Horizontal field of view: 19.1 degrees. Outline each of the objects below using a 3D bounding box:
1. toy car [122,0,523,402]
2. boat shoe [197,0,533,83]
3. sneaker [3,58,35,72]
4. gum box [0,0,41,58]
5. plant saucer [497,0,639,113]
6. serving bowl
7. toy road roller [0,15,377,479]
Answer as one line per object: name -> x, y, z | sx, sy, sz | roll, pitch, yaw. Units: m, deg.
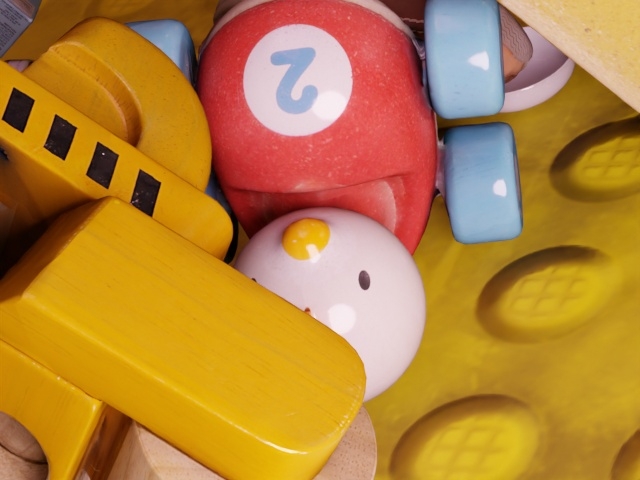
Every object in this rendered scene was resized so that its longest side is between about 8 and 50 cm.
toy car -> 0.000, 0.000, 1.056 | 0.219, 0.210, 0.238 | -5, 48, 8
boat shoe -> 0.015, -0.107, 1.250 | 0.116, 0.123, 0.324 | -58, 26, -17
sneaker -> -0.153, -0.071, 1.340 | 0.153, 0.099, 0.282 | -5, 16, -4
gum box -> -0.285, -0.132, 1.463 | 0.184, 0.041, 0.157 | -46, 16, 13
plant saucer -> 0.159, -0.147, 1.086 | 0.081, 0.333, 0.333 | -50, 30, 11
serving bowl -> 0.133, -0.110, 1.270 | 0.083, 0.027, 0.083 | -16, 33, 11
toy road roller -> -0.109, 0.030, 0.943 | 0.329, 0.202, 0.240 | 33, 45, 6
